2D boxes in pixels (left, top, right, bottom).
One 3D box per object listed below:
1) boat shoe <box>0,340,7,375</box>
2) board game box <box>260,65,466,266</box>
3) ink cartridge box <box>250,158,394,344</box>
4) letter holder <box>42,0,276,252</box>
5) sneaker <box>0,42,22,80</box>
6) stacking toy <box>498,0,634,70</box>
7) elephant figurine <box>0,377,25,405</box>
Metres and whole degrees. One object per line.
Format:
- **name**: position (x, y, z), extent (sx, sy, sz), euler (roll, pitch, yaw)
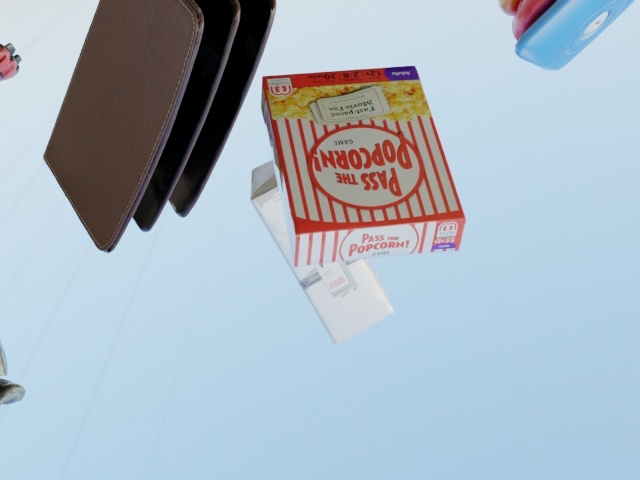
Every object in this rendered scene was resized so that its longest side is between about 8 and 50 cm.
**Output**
- **boat shoe**: position (-0.450, 0.126, 1.624), extent (0.045, 0.050, 0.135), euler (-21, -121, -14)
- **board game box**: position (0.033, -0.070, 1.085), extent (0.146, 0.045, 0.193), euler (-6, -129, -10)
- **ink cartridge box**: position (0.000, 0.000, 2.017), extent (0.117, 0.283, 0.207), euler (-28, -164, 5)
- **letter holder**: position (-0.164, -0.152, 1.370), extent (0.152, 0.302, 0.214), euler (4, -146, -37)
- **sneaker**: position (-0.519, -0.276, 1.690), extent (0.097, 0.276, 0.135), euler (33, -105, 23)
- **stacking toy**: position (0.227, -0.359, 1.443), extent (0.166, 0.302, 0.175), euler (-45, 163, 20)
- **elephant figurine**: position (-0.416, 0.146, 1.366), extent (0.186, 0.169, 0.239), euler (8, -178, 14)
